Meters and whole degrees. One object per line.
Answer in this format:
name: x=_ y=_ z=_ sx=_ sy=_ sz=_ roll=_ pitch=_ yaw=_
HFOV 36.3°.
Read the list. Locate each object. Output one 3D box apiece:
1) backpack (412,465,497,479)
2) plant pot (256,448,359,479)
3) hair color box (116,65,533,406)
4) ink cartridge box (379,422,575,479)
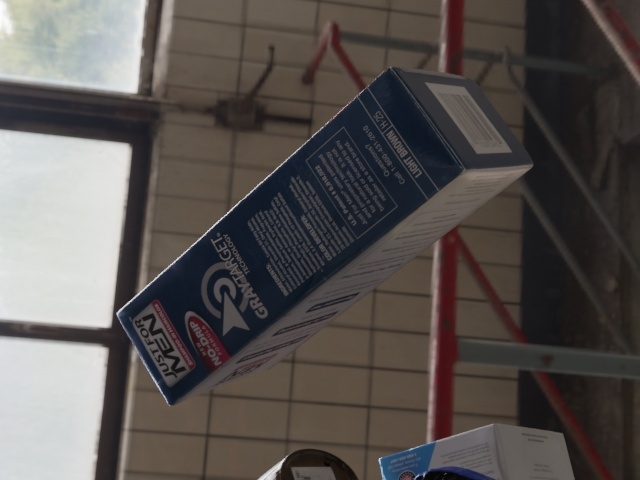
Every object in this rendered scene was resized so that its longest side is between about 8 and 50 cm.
backpack: x=0.106 y=0.242 z=0.787 sx=0.101 sy=0.098 sz=0.120 roll=20 pitch=-99 yaw=-71
plant pot: x=-0.037 y=0.385 z=1.258 sx=0.215 sy=0.215 sz=0.230 roll=-96 pitch=23 yaw=-54
hair color box: x=0.000 y=0.000 z=0.857 sx=0.347 sy=0.174 sz=0.105 roll=-40 pitch=75 yaw=26
ink cartridge box: x=0.232 y=0.409 z=1.317 sx=0.198 sy=0.197 sz=0.270 roll=-25 pitch=62 yaw=34
